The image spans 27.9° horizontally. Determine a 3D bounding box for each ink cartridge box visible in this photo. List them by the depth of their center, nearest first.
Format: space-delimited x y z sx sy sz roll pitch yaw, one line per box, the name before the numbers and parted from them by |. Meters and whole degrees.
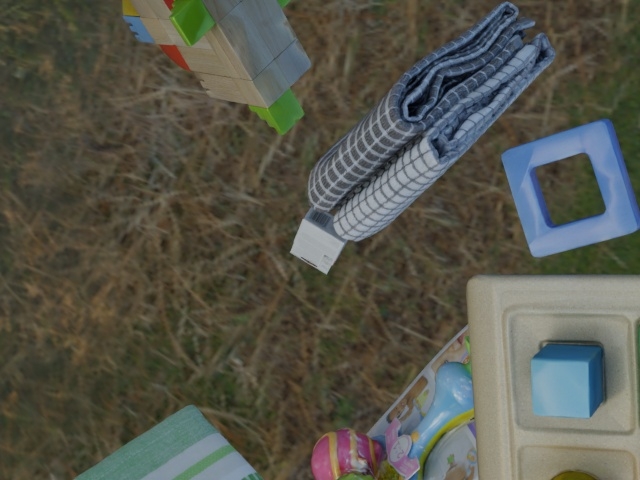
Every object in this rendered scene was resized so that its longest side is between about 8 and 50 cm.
ink cartridge box | 0.000 0.000 1.692 0.063 0.115 0.029 31 66 3

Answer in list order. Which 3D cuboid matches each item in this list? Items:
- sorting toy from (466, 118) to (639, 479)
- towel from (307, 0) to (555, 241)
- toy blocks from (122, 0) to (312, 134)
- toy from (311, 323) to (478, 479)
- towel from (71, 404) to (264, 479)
sorting toy | 0.166 0.111 0.678 0.047 0.196 0.348 -20 107 -59
towel | 0.126 -0.147 1.525 0.121 0.235 0.283 46 53 0
toy blocks | -0.184 -0.336 1.781 0.191 0.261 0.381 -47 125 -21
toy | 0.027 0.153 0.827 0.056 0.137 0.237 40 99 -22
towel | -0.132 0.324 1.235 0.248 0.325 0.038 -32 140 -23
